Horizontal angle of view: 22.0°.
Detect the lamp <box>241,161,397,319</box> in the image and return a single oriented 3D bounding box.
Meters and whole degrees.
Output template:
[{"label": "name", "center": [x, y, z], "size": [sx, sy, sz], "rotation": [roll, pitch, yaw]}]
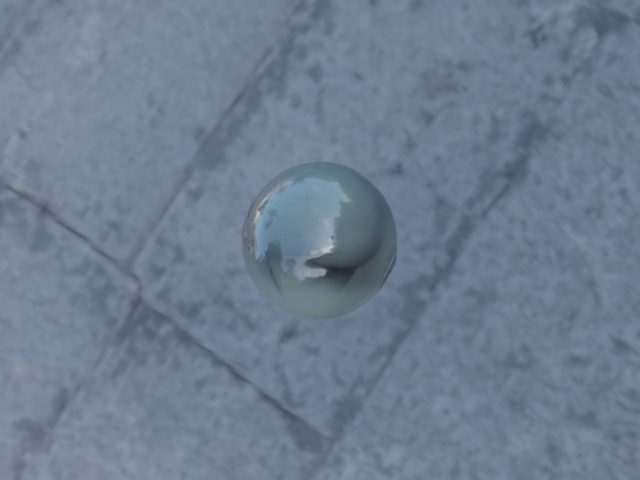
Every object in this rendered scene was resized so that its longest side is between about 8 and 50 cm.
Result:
[{"label": "lamp", "center": [0.000, 0.000, 1.084], "size": [0.105, 0.105, 0.105], "rotation": [-19, 56, 30]}]
